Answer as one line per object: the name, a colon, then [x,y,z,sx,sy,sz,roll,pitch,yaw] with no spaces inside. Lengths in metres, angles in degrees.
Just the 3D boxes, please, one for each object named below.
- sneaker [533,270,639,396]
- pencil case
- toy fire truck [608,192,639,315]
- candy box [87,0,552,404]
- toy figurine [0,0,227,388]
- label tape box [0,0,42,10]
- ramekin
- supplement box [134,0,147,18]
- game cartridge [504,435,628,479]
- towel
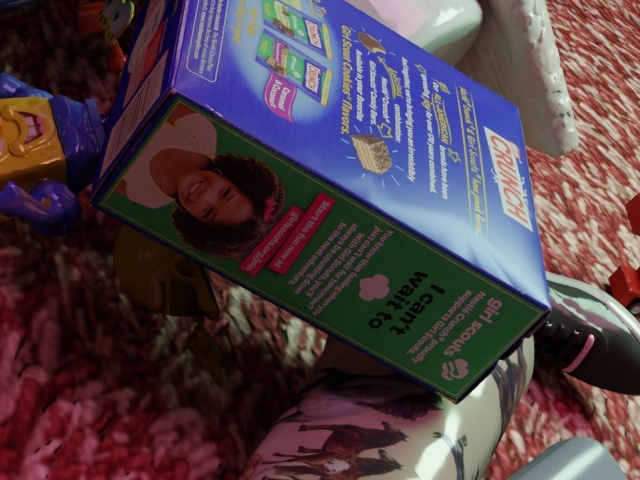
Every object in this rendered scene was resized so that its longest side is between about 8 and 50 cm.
sneaker: [0.189,0.088,1.280,0.295,0.104,0.147,34,37,6]
pencil case: [0.027,0.166,1.005,0.183,0.160,0.410,21,33,14]
toy fire truck: [0.398,0.031,1.481,0.192,0.135,0.047,20,39,-22]
candy box: [0.008,-0.066,0.993,0.317,0.122,0.268,28,33,-19]
toy figurine: [-0.225,-0.031,1.074,0.217,0.191,0.362,-12,50,-12]
label tape box: [-0.169,-0.292,1.194,0.347,0.249,0.115,-27,108,-53]
ramekin: [0.030,-0.192,1.315,0.135,0.277,0.277,52,38,9]
supplement box: [-0.110,-0.249,1.399,0.080,0.078,0.233,10,32,20]
game cartridge: [0.221,0.309,1.008,0.198,0.062,0.297,-22,88,-46]
towel: [0.143,-0.273,1.408,0.053,0.332,0.317,-30,29,-12]
